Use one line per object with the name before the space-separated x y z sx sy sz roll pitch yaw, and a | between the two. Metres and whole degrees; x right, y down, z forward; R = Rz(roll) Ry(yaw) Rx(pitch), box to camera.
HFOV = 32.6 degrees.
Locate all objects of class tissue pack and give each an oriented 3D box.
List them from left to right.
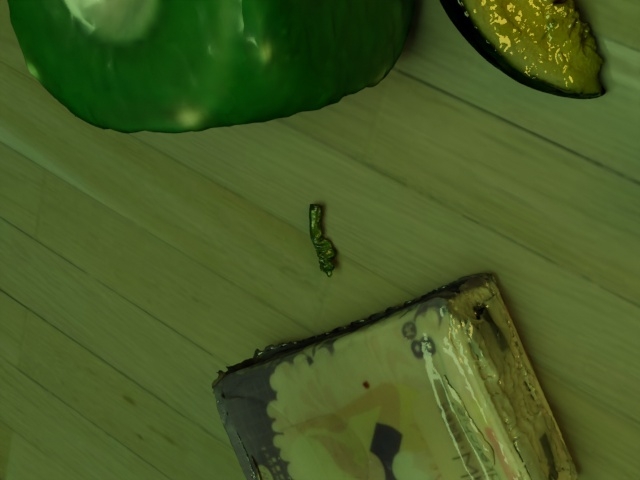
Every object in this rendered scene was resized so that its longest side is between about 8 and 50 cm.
tissue pack | 0.071 0.197 1.150 0.344 0.125 0.242 -23 91 36

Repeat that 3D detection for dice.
dice | -0.096 -0.267 0.997 0.297 0.300 0.287 2 111 34

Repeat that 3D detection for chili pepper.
chili pepper | 0.000 0.000 1.196 0.027 0.022 0.083 -8 97 39

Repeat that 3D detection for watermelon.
watermelon | 0.156 -0.258 0.965 0.129 0.123 0.301 -15 98 6
